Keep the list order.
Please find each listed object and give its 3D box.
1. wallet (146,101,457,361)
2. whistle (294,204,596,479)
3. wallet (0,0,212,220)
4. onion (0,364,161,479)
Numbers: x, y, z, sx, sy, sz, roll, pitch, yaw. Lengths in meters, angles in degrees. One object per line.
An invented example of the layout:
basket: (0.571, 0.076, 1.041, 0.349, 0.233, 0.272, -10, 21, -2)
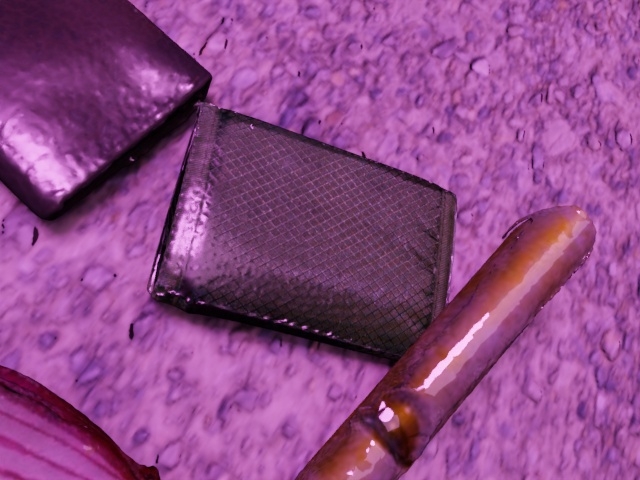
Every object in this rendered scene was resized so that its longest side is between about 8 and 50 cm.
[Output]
wallet: (-0.001, 0.000, 0.456, 0.236, 0.055, 0.160, 17, 75, -20)
whistle: (0.083, 0.098, 0.420, 0.057, 0.068, 0.326, 43, 78, 3)
wallet: (-0.250, -0.173, 0.420, 0.321, 0.044, 0.170, 42, 65, -1)
onion: (-0.203, 0.173, 0.289, 0.349, 0.159, 0.267, 13, 80, -35)
